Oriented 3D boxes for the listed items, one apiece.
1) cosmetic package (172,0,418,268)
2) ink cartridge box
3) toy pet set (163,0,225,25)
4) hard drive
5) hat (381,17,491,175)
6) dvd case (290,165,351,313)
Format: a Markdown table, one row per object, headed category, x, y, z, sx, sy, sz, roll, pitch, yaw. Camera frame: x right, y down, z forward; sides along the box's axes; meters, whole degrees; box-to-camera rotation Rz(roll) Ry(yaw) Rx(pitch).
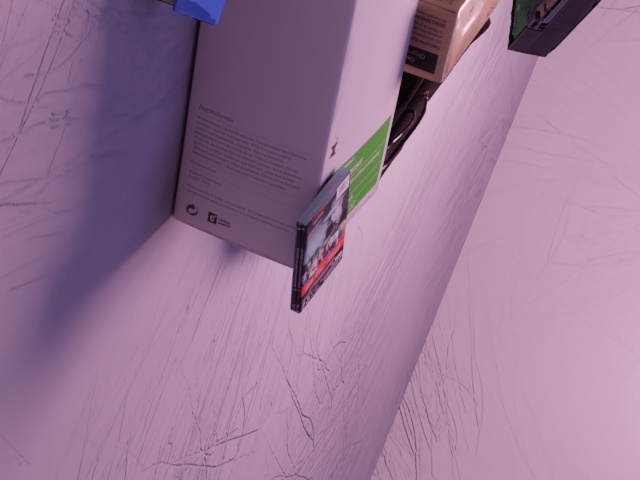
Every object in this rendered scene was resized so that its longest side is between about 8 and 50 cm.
| category | x | y | z | sx | sy | sz | roll | pitch | yaw |
| --- | --- | --- | --- | --- | --- | --- | --- | --- | --- |
| cosmetic package | -0.015 | -0.184 | 1.506 | 0.197 | 0.155 | 0.366 | -47 | 155 | -51 |
| ink cartridge box | 0.082 | -0.275 | 1.680 | 0.235 | 0.193 | 0.088 | -53 | 159 | -51 |
| toy pet set | -0.097 | -0.236 | 1.286 | 0.122 | 0.065 | 0.114 | -1 | 111 | -76 |
| hard drive | 0.313 | -0.425 | 2.013 | 0.237 | 0.064 | 0.339 | 127 | -27 | -74 |
| hat | 0.049 | -0.164 | 1.847 | 0.331 | 0.134 | 0.331 | -51 | 173 | -8 |
| dvd case | 0.000 | 0.000 | 1.498 | 0.087 | 0.013 | 0.119 | -52 | 158 | -39 |
